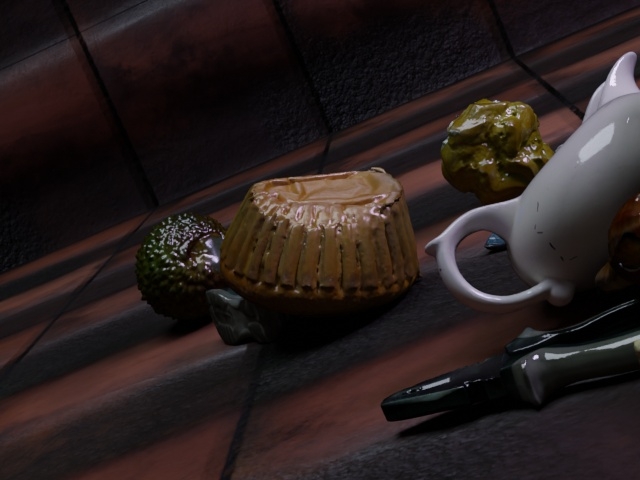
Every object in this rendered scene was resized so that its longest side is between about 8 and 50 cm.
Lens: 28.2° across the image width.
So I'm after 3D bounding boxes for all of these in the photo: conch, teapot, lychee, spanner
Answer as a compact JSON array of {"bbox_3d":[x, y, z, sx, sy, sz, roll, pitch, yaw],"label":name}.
[{"bbox_3d":[0.265,-0.001,1.011,0.086,0.080,0.233,-17,-2,2],"label":"conch"},{"bbox_3d":[0.236,-0.040,1.176,0.299,0.166,0.208,-34,-6,-19],"label":"teapot"},{"bbox_3d":[-0.189,0.043,1.793,0.171,0.171,0.171,-23,11,5],"label":"lychee"},{"bbox_3d":[0.201,0.090,1.013,0.324,0.040,0.095,-19,11,15],"label":"spanner"}]

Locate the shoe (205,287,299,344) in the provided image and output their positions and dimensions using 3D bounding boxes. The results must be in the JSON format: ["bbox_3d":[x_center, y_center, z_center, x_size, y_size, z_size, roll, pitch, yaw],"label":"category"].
[{"bbox_3d":[-0.071,0.079,1.584,0.099,0.071,0.169,-27,15,-33],"label":"shoe"}]

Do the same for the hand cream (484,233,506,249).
[{"bbox_3d":[0.273,-0.049,1.552,0.083,0.048,0.224,-13,20,35],"label":"hand cream"}]

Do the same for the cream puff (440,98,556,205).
[{"bbox_3d":[0.239,-0.109,1.671,0.156,0.156,0.121,-9,32,53],"label":"cream puff"}]

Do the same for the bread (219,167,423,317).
[{"bbox_3d":[-0.002,0.004,1.484,0.240,0.139,0.240,0,24,0],"label":"bread"}]

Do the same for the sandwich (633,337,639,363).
[{"bbox_3d":[0.276,0.051,0.718,0.193,0.162,0.058,-25,8,-14],"label":"sandwich"}]
